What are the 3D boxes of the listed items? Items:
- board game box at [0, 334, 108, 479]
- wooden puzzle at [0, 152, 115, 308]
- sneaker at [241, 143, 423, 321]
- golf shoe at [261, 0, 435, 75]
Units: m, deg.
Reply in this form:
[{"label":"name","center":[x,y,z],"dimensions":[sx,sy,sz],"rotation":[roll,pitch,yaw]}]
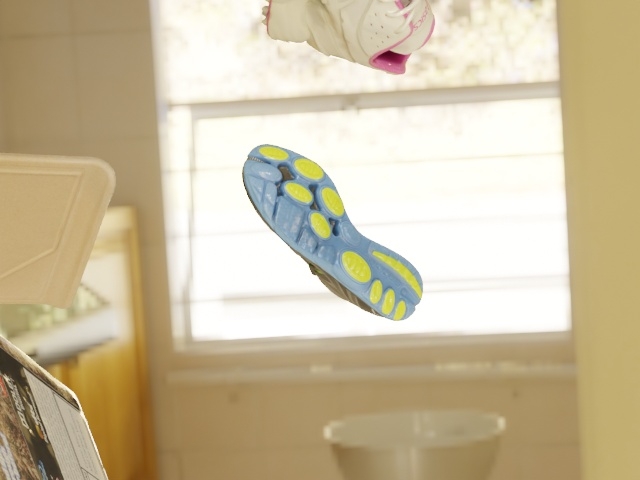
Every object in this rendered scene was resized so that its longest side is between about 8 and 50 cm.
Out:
[{"label":"board game box","center":[-0.187,0.139,0.684],"dimensions":[0.141,0.232,0.291],"rotation":[-30,148,4]},{"label":"wooden puzzle","center":[-0.358,-0.015,1.737],"dimensions":[0.238,0.221,0.044],"rotation":[5,-137,-24]},{"label":"sneaker","center":[0.000,0.000,1.303],"dimensions":[0.078,0.188,0.067],"rotation":[-4,-133,57]},{"label":"golf shoe","center":[0.035,-0.217,1.250],"dimensions":[0.140,0.115,0.306],"rotation":[29,168,5]}]
